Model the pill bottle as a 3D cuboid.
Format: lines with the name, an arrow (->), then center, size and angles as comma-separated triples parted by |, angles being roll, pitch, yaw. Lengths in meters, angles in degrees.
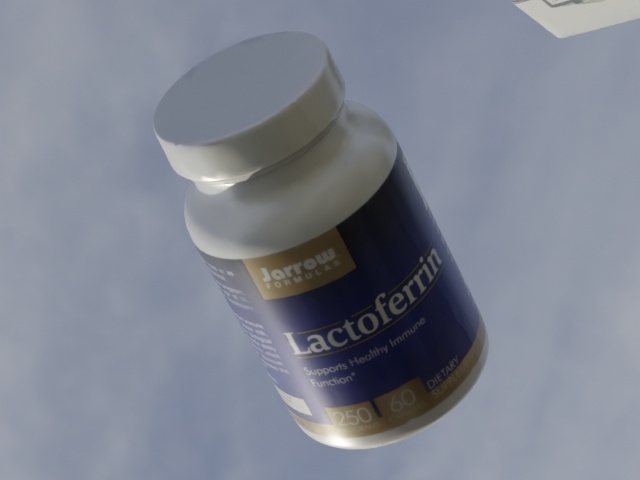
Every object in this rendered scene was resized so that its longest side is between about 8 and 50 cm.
pill bottle -> 0.000, 0.000, 1.290 | 0.153, 0.153, 0.264 | -40, -58, -19

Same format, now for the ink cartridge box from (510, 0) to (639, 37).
ink cartridge box -> 0.176, -0.301, 1.477 | 0.289, 0.121, 0.211 | 19, -118, -62
